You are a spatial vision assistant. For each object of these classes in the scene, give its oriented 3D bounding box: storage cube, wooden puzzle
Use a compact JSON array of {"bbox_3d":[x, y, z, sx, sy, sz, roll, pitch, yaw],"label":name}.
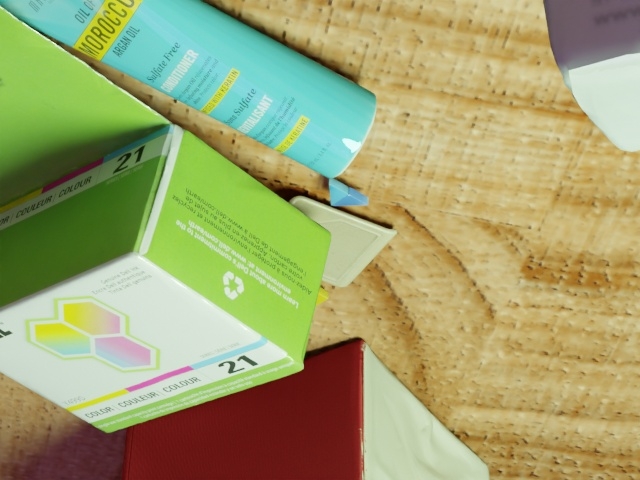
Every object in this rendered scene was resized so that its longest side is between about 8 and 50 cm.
[{"bbox_3d":[-0.008,0.213,1.300,0.193,0.215,0.184,-22,135,23],"label":"storage cube"},{"bbox_3d":[0.000,0.000,1.178,0.078,0.014,0.116,22,141,-26],"label":"wooden puzzle"}]

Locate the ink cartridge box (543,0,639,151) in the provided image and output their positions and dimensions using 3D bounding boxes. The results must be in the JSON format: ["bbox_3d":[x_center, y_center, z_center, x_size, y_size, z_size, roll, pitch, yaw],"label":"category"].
[{"bbox_3d":[0.205,-0.240,0.567,0.308,0.385,0.091,-11,161,21],"label":"ink cartridge box"}]

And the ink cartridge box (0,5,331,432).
[{"bbox_3d":[-0.152,-0.003,1.110,0.255,0.097,0.189,34,143,-31],"label":"ink cartridge box"}]

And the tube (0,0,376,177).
[{"bbox_3d":[-0.070,-0.101,1.032,0.207,0.052,0.080,27,134,-15],"label":"tube"}]
